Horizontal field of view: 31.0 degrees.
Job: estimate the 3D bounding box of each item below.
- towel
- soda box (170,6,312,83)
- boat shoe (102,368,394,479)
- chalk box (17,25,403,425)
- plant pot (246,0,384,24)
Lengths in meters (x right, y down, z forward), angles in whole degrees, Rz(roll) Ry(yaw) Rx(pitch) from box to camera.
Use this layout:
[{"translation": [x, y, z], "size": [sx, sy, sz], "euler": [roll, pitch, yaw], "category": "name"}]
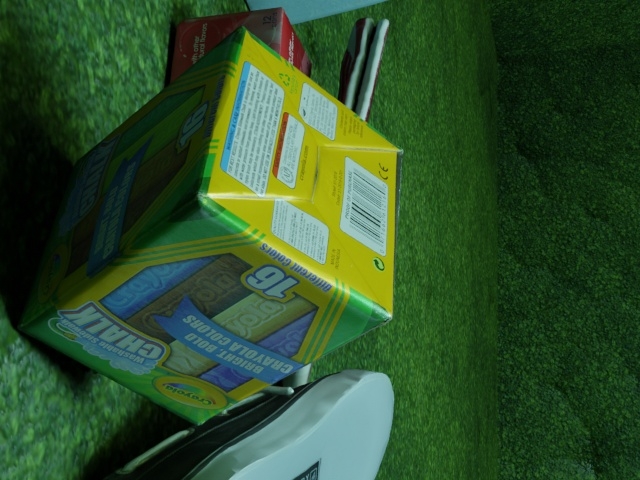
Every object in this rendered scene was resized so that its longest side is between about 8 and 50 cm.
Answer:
[{"translation": [0.000, 0.000, 0.993], "size": [0.237, 0.037, 0.329], "euler": [-77, 179, -51], "category": "towel"}, {"translation": [-0.064, -0.038, 0.855], "size": [0.083, 0.092, 0.263], "euler": [55, 35, -63], "category": "soda box"}, {"translation": [-0.046, 0.154, 0.795], "size": [0.306, 0.105, 0.113], "euler": [-26, 124, -59], "category": "boat shoe"}, {"translation": [-0.075, 0.007, 0.660], "size": [0.132, 0.213, 0.132], "euler": [35, 42, -29], "category": "chalk box"}, {"translation": [0.042, -0.365, 1.031], "size": [0.247, 0.252, 0.248], "euler": [62, 29, -60], "category": "plant pot"}]
